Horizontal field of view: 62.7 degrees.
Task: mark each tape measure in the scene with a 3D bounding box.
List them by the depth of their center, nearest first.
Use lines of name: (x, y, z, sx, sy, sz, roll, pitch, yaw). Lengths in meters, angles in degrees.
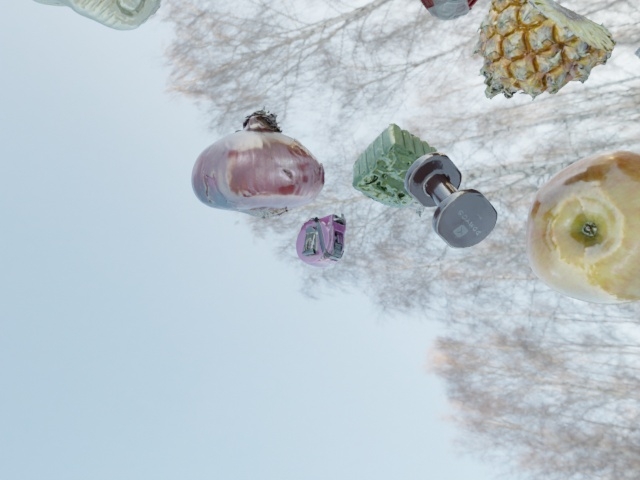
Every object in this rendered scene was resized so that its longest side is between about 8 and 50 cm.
tape measure: (0.000, 0.000, 1.224, 0.074, 0.118, 0.125, 20, -116, -45)

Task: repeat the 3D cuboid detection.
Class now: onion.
onion: (-0.161, -0.197, 1.351, 0.348, 0.348, 0.285, 1, -90, -42)

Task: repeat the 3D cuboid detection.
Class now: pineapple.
pineapple: (0.509, -0.399, 1.259, 0.344, 0.286, 0.209, 15, -130, -19)

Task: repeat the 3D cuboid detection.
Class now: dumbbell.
dumbbell: (0.282, -0.092, 1.164, 0.124, 0.225, 0.140, -42, -58, 15)

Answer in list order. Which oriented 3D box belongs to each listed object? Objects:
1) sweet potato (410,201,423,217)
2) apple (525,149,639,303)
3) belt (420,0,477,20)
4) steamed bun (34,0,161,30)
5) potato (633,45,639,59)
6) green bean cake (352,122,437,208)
sweet potato: (0.393, -0.179, 2.138, 0.423, 0.131, 0.130, 22, -108, -75)
apple: (0.705, -0.028, 1.301, 0.347, 0.392, 0.391, -4, -88, -54)
belt: (0.356, -0.784, 1.493, 0.324, 0.227, 0.115, 66, -174, -52)
steamed bun: (-0.466, -0.632, 1.073, 0.324, 0.309, 0.219, 12, -139, -13)
potato: (1.006, -0.482, 1.180, 0.319, 0.442, 0.385, 48, -168, 6)
green bean cake: (0.264, -0.243, 1.824, 0.247, 0.250, 0.156, 24, -138, -26)
